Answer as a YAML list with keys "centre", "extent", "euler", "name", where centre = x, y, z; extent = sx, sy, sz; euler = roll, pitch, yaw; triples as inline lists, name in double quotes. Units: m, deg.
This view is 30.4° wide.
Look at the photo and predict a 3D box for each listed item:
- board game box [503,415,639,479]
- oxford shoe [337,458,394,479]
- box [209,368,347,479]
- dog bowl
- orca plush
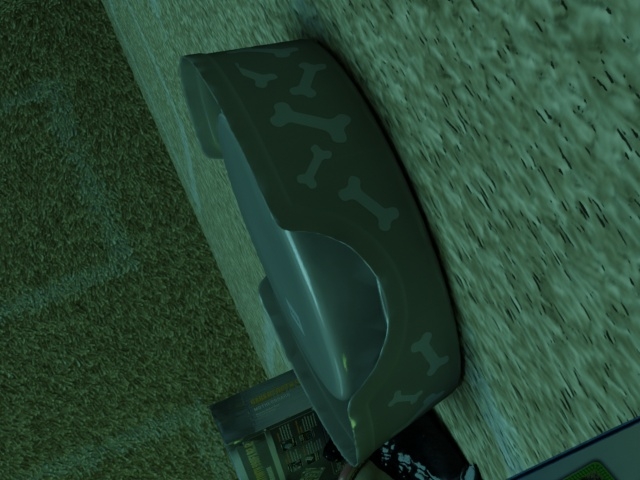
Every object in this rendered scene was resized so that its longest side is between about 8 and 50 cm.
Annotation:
- centre: [0.093, 0.148, 0.375]
  extent: [0.039, 0.211, 0.160]
  euler: [76, 168, -47]
  name: "board game box"
- centre: [0.107, 0.380, 1.354]
  extent: [0.130, 0.123, 0.348]
  euler: [18, 135, 43]
  name: "oxford shoe"
- centre: [-0.020, 0.228, 1.386]
  extent: [0.231, 0.183, 0.056]
  euler: [78, 166, -56]
  name: "box"
- centre: [0.000, 0.000, 0.939]
  extent: [0.349, 0.102, 0.349]
  euler: [157, 90, -82]
  name: "dog bowl"
- centre: [0.058, 0.203, 1.105]
  extent: [0.287, 0.102, 0.151]
  euler: [-126, 15, -56]
  name: "orca plush"
